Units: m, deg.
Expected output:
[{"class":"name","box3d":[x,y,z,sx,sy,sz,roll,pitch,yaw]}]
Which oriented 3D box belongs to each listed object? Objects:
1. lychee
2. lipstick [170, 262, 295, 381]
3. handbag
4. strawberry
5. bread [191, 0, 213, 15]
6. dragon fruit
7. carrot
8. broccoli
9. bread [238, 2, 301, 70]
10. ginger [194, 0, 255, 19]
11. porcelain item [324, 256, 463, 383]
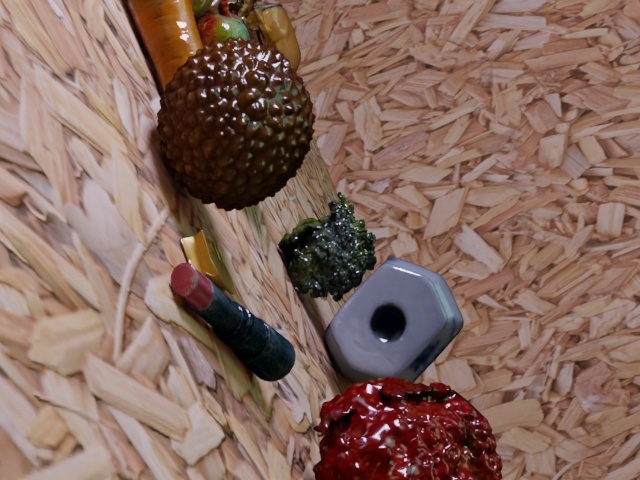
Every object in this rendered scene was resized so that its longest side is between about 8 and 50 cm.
[{"class":"lychee","box3d":[-0.097,-0.140,1.284,0.238,0.200,0.200,-74,146,-44]},{"class":"lipstick","box3d":[-0.089,0.081,1.142,0.234,0.054,0.053,55,13,-57]},{"class":"handbag","box3d":[-0.120,0.028,1.199,0.083,0.027,0.061,56,12,-73]},{"class":"strawberry","box3d":[0.109,0.282,1.306,0.274,0.221,0.274,64,2,-4]},{"class":"bread","box3d":[-0.224,-0.425,1.603,0.213,0.105,0.213,51,10,-13]},{"class":"dragon fruit","box3d":[-0.122,-0.222,1.688,0.268,0.130,0.295,-107,171,-51]},{"class":"carrot","box3d":[-0.197,-0.271,1.453,0.087,0.087,0.193,26,43,-81]},{"class":"broccoli","box3d":[-0.001,0.007,1.961,0.145,0.165,0.304,57,-4,-14]},{"class":"bread","box3d":[-0.117,-0.312,1.967,0.251,0.174,0.132,60,10,-79]},{"class":"ginger","box3d":[-0.203,-0.498,2.061,0.357,0.153,0.274,52,35,-66]},{"class":"porcelain item","box3d":[0.131,0.155,1.942,0.178,0.242,0.405,42,-1,11]}]
